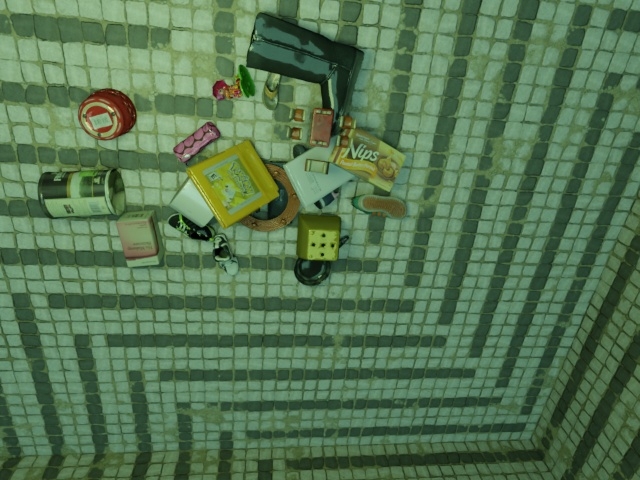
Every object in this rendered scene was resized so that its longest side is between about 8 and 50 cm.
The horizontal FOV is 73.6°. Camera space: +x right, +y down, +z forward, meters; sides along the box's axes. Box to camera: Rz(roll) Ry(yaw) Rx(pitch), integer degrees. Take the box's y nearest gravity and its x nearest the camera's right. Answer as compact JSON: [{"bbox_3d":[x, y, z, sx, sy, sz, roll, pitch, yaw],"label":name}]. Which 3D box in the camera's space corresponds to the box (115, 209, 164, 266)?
[{"bbox_3d":[-0.832,-0.010,1.987,0.148,0.127,0.232,-6,116,-5],"label":"box"}]

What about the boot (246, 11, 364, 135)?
[{"bbox_3d":[-0.086,-0.662,1.729,0.445,0.146,0.367,12,102,-20],"label":"boot"}]

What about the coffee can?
[{"bbox_3d":[-1.011,-0.199,1.830,0.275,0.201,0.202,-4,117,-6],"label":"coffee can"}]

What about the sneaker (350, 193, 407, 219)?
[{"bbox_3d":[0.283,-0.171,2.069,0.302,0.121,0.108,11,93,-32],"label":"sneaker"}]

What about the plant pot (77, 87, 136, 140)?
[{"bbox_3d":[-0.859,-0.504,1.716,0.191,0.174,0.191,-2,114,-6],"label":"plant pot"}]

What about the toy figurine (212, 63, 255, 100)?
[{"bbox_3d":[-0.368,-0.613,1.742,0.159,0.173,0.130,-16,135,16],"label":"toy figurine"}]

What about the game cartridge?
[{"bbox_3d":[-0.355,-0.243,1.807,0.323,0.052,0.285,-37,100,-34],"label":"game cartridge"}]

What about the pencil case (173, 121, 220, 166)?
[{"bbox_3d":[-0.530,-0.418,1.839,0.209,0.098,0.095,-36,115,10],"label":"pencil case"}]

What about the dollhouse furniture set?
[{"bbox_3d":[-0.003,-0.405,1.747,0.261,0.135,0.259,8,103,-2],"label":"dollhouse furniture set"}]

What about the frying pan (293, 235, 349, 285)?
[{"bbox_3d":[-0.014,0.082,2.177,0.197,0.053,0.326,23,101,-18],"label":"frying pan"}]

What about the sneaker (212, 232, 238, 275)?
[{"bbox_3d":[-0.463,0.094,2.068,0.094,0.153,0.235,-8,117,-1],"label":"sneaker"}]

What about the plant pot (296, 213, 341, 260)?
[{"bbox_3d":[0.000,0.000,2.038,0.212,0.187,0.212,3,103,-8],"label":"plant pot"}]

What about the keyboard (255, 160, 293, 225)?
[{"bbox_3d":[-0.225,-0.219,2.013,0.201,0.033,0.317,1,115,-9],"label":"keyboard"}]

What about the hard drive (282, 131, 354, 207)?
[{"bbox_3d":[0.010,-0.315,1.898,0.318,0.040,0.210,-35,113,-21],"label":"hard drive"}]

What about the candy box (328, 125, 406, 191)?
[{"bbox_3d":[0.212,-0.365,1.911,0.316,0.087,0.183,23,94,-27],"label":"candy box"}]

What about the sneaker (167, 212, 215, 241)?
[{"bbox_3d":[-0.605,-0.059,2.001,0.234,0.097,0.084,19,112,-8],"label":"sneaker"}]

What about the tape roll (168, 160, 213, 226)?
[{"bbox_3d":[-0.521,-0.203,1.865,0.169,0.246,0.246,37,107,-21],"label":"tape roll"}]

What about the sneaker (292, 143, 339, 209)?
[{"bbox_3d":[-0.020,-0.310,1.969,0.131,0.112,0.319,-32,116,-18],"label":"sneaker"}]

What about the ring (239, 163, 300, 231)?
[{"bbox_3d":[-0.258,-0.190,1.989,0.336,0.032,0.337,-3,116,-7],"label":"ring"}]

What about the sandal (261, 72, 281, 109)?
[{"bbox_3d":[-0.203,-0.640,1.796,0.072,0.049,0.180,10,114,-13],"label":"sandal"}]
